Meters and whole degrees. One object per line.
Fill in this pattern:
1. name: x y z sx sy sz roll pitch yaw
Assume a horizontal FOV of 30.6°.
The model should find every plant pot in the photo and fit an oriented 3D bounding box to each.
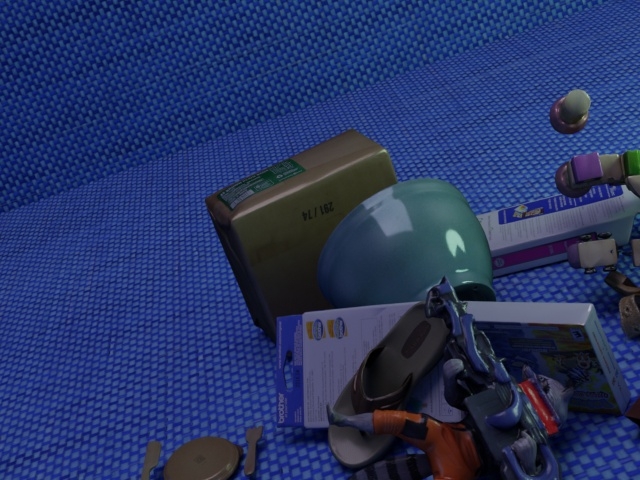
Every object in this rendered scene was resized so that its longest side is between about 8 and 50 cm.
1. plant pot: 0.168 0.072 1.927 0.293 0.293 0.196 -25 50 -13

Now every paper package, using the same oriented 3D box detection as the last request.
1. paper package: 0.000 0.000 2.134 0.325 0.309 0.168 -26 23 -13

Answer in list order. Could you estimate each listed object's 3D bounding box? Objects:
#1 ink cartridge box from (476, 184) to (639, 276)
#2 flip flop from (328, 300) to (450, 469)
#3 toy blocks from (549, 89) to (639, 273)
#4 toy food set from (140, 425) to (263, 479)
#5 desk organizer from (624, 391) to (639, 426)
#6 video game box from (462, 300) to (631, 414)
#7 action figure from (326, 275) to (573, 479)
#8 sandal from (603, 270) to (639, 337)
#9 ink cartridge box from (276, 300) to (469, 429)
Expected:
1. ink cartridge box: 0.449 -0.029 2.157 0.371 0.069 0.176 -17 21 14
2. flip flop: 0.094 0.207 1.708 0.112 0.080 0.277 39 99 27
3. toy blocks: 0.537 -0.104 1.972 0.289 0.309 0.260 -7 -5 4
4. toy food set: -0.184 0.355 1.837 0.192 0.038 0.132 -10 31 9
5. desk organizer: 0.472 0.243 1.540 0.130 0.047 0.050 5 35 46
6. video game box: 0.314 0.166 1.658 0.205 0.187 0.048 -1 44 38
7. action figure: 0.177 0.237 1.585 0.330 0.178 0.341 -15 65 -8
8. sandal: 0.495 0.115 1.811 0.079 0.088 0.240 -53 17 2
9. ink cartridge box: 0.077 0.195 1.799 0.311 0.185 0.065 -7 -12 25
